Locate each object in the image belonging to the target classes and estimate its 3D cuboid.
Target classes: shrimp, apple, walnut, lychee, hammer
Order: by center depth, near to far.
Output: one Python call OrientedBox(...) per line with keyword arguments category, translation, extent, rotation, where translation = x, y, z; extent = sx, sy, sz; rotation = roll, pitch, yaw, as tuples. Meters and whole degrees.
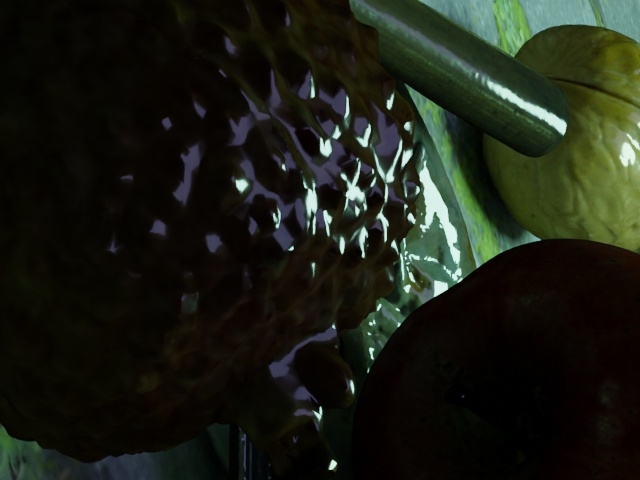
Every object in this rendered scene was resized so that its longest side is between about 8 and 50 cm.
OrientedBox(category="lychee", translation=(-0.059, -0.016, 0.620), extent=(0.238, 0.200, 0.200), rotation=(59, 19, 12))
OrientedBox(category="hammer", translation=(-0.025, -0.139, 0.805), extent=(0.440, 0.044, 0.168), rotation=(25, 58, -42))
OrientedBox(category="apple", translation=(0.128, 0.111, 0.832), extent=(0.234, 0.234, 0.234), rotation=(-13, 90, -68))
OrientedBox(category="shrimp", translation=(0.000, 0.000, 0.899), extent=(0.247, 0.085, 0.360), rotation=(-21, 102, -55))
OrientedBox(category="walnut", translation=(0.207, -0.073, 1.328), extent=(0.197, 0.165, 0.165), rotation=(37, 45, -58))

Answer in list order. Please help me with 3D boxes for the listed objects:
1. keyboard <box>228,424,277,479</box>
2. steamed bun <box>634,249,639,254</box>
OrientedBox(category="keyboard", translation=(-0.020, 0.189, 0.779), extent=(0.094, 0.025, 0.230), rotation=(19, 69, -67))
OrientedBox(category="steamed bun", translation=(0.289, -0.054, 1.541), extent=(0.172, 0.141, 0.155), rotation=(-82, 154, -48))
